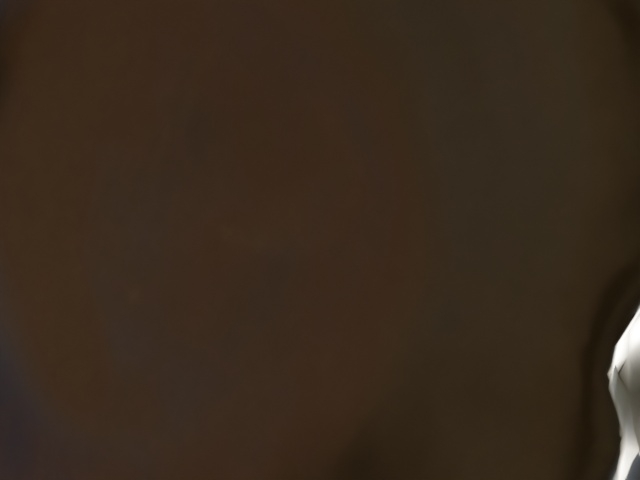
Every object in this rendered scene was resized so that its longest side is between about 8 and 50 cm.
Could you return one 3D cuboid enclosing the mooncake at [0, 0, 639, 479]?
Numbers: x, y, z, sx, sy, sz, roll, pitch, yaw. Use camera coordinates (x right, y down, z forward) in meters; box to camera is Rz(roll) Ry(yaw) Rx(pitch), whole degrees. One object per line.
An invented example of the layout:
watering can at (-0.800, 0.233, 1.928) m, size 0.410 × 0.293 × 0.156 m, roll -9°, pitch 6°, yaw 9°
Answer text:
mooncake at (0.000, 0.000, 0.763) m, size 0.262 × 0.467 × 0.467 m, roll 1°, pitch -116°, yaw -56°
